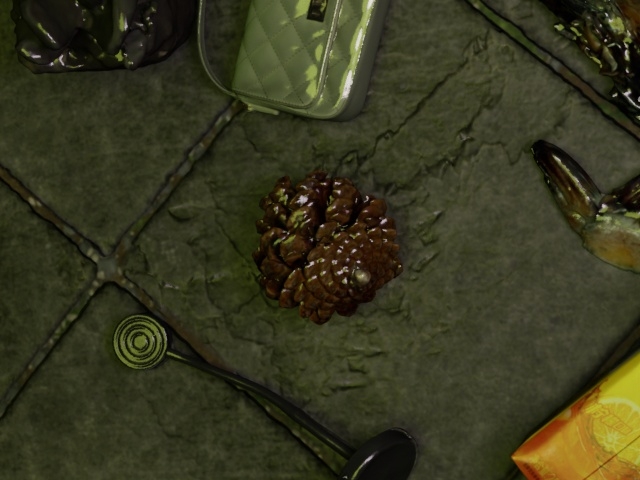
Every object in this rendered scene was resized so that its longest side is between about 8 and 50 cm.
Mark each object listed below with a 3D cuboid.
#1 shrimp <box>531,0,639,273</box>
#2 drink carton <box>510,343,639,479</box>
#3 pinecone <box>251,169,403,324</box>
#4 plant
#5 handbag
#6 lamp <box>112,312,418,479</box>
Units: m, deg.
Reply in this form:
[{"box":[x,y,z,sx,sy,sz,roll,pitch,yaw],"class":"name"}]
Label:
[{"box":[0.314,-0.116,1.659,0.365,0.071,0.233,47,108,3],"class":"shrimp"},{"box":[0.380,0.164,1.630,0.351,0.111,0.154,-41,83,12],"class":"drink carton"},{"box":[0.000,0.000,1.704,0.173,0.173,0.174,1,93,15],"class":"pinecone"},{"box":[-0.246,-0.267,1.693,0.188,0.276,0.199,-7,92,10],"class":"plant"},{"box":[-0.036,-0.261,1.739,0.219,0.079,0.256,15,95,18],"class":"handbag"},{"box":[-0.073,0.174,1.749,0.371,0.108,0.130,33,101,11],"class":"lamp"}]
